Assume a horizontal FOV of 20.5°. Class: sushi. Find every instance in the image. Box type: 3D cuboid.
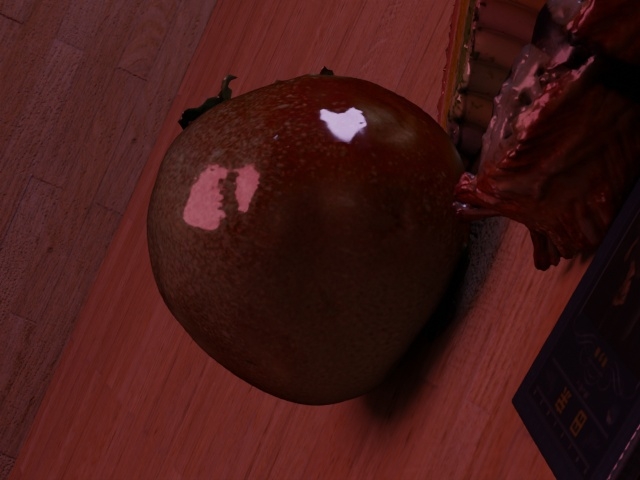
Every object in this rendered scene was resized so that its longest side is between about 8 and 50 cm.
[{"bbox_3d":[0.213,-0.131,1.305,0.332,0.124,0.130,-62,6,10],"label":"sushi"}]

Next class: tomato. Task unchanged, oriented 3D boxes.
[{"bbox_3d":[0.000,0.000,1.592,0.303,0.304,0.239,-61,32,18],"label":"tomato"}]

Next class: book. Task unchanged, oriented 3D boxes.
[{"bbox_3d":[0.223,0.041,1.198,0.269,0.025,0.191,-62,16,14],"label":"book"}]

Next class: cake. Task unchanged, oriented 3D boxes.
[{"bbox_3d":[0.166,-0.175,1.677,0.109,0.090,0.225,-106,23,-63],"label":"cake"}]
